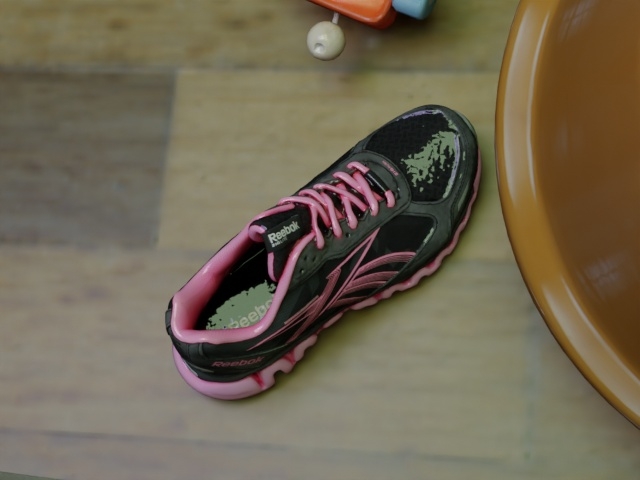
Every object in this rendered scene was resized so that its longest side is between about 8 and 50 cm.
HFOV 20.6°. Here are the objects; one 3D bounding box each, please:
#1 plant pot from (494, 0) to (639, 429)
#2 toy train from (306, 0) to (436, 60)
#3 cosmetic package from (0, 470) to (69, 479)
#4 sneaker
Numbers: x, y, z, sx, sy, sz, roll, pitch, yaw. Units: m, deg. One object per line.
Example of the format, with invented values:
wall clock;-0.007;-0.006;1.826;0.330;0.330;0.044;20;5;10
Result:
plant pot;0.140;-0.030;0.419;0.205;0.188;0.205;0;89;9
toy train;0.072;-0.100;0.556;0.166;0.046;0.125;18;93;12
cosmetic package;-0.090;0.303;0.392;0.230;0.161;0.453;-22;71;19
sneaker;0.000;0.000;0.534;0.119;0.057;0.047;-42;68;-3
